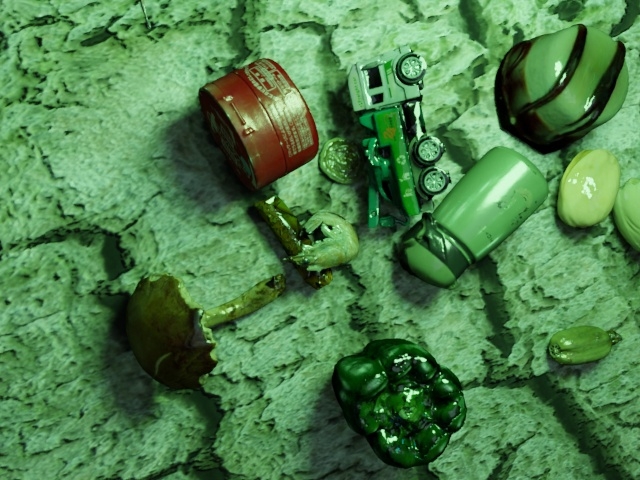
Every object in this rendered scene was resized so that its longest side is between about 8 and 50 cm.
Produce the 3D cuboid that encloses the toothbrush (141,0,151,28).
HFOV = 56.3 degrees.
[{"bbox_3d":[-0.346,-0.464,1.170,0.006,0.008,0.096,-18,98,-28],"label":"toothbrush"}]

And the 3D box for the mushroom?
[{"bbox_3d":[-0.224,0.183,1.179,0.302,0.233,0.207,10,47,-28],"label":"mushroom"}]

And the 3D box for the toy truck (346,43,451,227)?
[{"bbox_3d":[0.161,-0.210,1.245,0.178,0.176,0.363,-9,97,7],"label":"toy truck"}]

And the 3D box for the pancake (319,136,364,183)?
[{"bbox_3d":[0.047,-0.173,1.296,0.108,0.017,0.108,0,90,-18],"label":"pancake"}]

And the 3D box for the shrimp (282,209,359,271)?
[{"bbox_3d":[0.000,0.000,1.234,0.223,0.047,0.126,-16,79,-48],"label":"shrimp"}]

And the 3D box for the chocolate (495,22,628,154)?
[{"bbox_3d":[0.555,-0.346,1.340,0.284,0.186,0.283,-1,95,-15],"label":"chocolate"}]

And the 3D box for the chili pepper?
[{"bbox_3d":[0.158,0.320,1.241,0.233,0.257,0.248,-33,100,-6],"label":"chili pepper"}]

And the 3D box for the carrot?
[{"bbox_3d":[-0.054,0.001,1.255,0.069,0.069,0.228,-37,101,-10],"label":"carrot"}]

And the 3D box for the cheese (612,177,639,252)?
[{"bbox_3d":[0.851,-0.093,1.471,0.266,0.127,0.233,-19,98,-15],"label":"cheese"}]

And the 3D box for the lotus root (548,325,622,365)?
[{"bbox_3d":[0.643,0.253,1.461,0.183,0.077,0.090,-10,104,-12],"label":"lotus root"}]

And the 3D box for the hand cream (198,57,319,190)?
[{"bbox_3d":[-0.117,-0.221,1.140,0.149,0.230,0.230,-32,102,-12],"label":"hand cream"}]

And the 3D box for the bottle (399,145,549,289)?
[{"bbox_3d":[0.325,-0.039,1.311,0.347,0.168,0.168,-44,104,-5],"label":"bottle"}]

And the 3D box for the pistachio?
[{"bbox_3d":[0.633,-0.125,1.410,0.145,0.117,0.200,23,88,-30],"label":"pistachio"}]
